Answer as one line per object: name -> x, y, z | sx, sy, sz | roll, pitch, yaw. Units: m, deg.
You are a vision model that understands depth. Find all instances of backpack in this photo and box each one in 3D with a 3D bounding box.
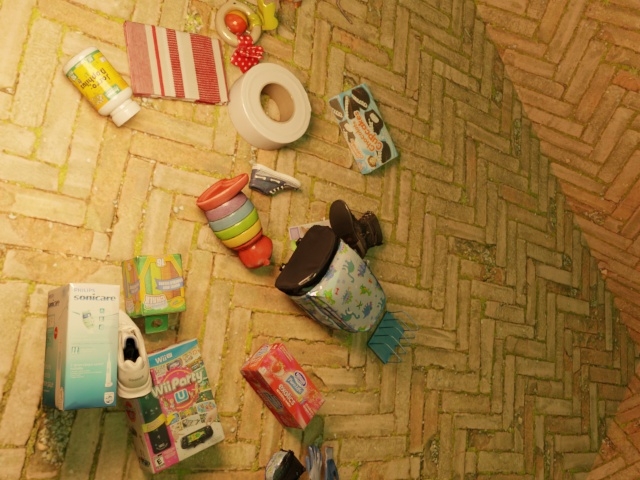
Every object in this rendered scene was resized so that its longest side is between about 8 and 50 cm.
backpack -> 0.056, 0.166, 1.965 | 0.290, 0.273, 0.355 | -56, 138, -30
backpack -> -0.122, 0.727, 1.803 | 0.114, 0.084, 0.105 | -48, 113, -40

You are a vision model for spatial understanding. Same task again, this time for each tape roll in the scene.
tape roll -> -0.173, -0.460, 1.988 | 0.286, 0.100, 0.286 | 9, 75, -36

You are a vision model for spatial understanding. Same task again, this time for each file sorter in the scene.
file sorter -> 0.281, 0.364, 2.177 | 0.118, 0.104, 0.170 | 50, 55, -20

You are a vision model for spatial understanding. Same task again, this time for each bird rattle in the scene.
bird rattle -> -0.269, -0.719, 1.980 | 0.207, 0.143, 0.253 | 30, 77, -17

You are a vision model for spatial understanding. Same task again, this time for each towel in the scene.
towel -> -0.451, -0.557, 1.831 | 0.329, 0.037, 0.237 | -4, 82, -40

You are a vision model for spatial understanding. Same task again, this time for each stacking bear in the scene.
stacking bear -> -0.250, -0.041, 1.816 | 0.164, 0.175, 0.289 | -47, 117, -36

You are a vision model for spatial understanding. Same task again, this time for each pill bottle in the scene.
pill bottle -> -0.610, -0.429, 1.627 | 0.208, 0.117, 0.117 | 52, 55, -19

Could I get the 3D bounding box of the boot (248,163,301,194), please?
boot -> -0.158, -0.189, 1.975 | 0.190, 0.069, 0.086 | 20, 77, -25

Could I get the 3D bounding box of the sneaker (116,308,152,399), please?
sneaker -> -0.498, 0.265, 1.491 | 0.111, 0.297, 0.129 | -9, 128, -31

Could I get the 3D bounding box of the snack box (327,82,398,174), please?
snack box -> 0.172, -0.443, 2.279 | 0.187, 0.060, 0.322 | -34, 102, -37

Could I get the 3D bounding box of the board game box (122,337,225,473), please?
board game box -> -0.423, 0.455, 1.615 | 0.224, 0.097, 0.303 | -16, 90, -39

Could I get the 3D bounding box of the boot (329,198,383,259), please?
boot -> 0.141, -0.062, 2.150 | 0.229, 0.091, 0.263 | -42, 115, -53

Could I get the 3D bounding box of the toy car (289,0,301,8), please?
toy car -> -0.114, -0.931, 2.098 | 0.238, 0.219, 0.210 | 45, 52, -57

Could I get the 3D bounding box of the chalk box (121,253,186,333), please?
chalk box -> -0.466, 0.151, 1.616 | 0.132, 0.132, 0.213 | -4, 83, -38

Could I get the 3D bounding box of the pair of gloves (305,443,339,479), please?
pair of gloves -> 0.006, 0.759, 1.903 | 0.198, 0.023, 0.159 | 32, 50, -54

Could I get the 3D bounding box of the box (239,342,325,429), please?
box -> -0.119, 0.461, 1.833 | 0.128, 0.122, 0.257 | -45, 109, -36

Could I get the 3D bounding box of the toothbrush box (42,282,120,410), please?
toothbrush box -> -0.599, 0.262, 1.438 | 0.126, 0.216, 0.295 | 7, 78, -37

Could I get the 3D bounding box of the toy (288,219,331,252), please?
toy -> 0.000, 0.000, 2.060 | 0.237, 0.056, 0.137 | -12, 90, -39
